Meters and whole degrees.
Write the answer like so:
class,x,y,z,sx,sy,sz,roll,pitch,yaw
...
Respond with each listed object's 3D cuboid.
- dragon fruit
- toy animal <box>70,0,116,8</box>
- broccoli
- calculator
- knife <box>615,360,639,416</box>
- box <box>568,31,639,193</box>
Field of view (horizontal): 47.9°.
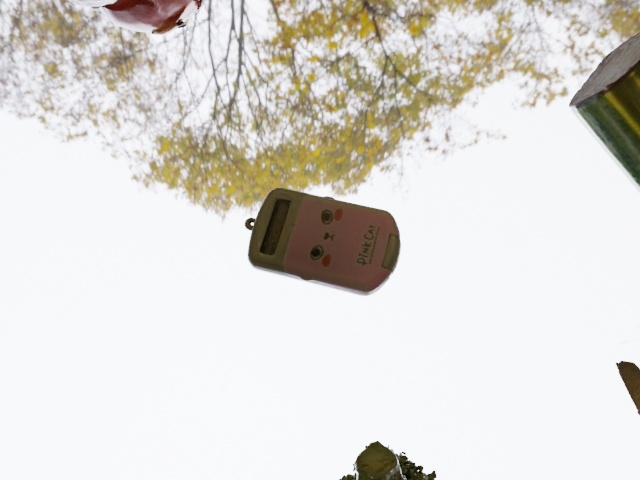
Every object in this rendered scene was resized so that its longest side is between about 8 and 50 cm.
class,x,y,z,sx,sy,sz,roll,pitch,yaw
dragon fruit,-0.303,-0.473,1.276,0.224,0.227,0.224,3,-71,10
toy animal,-0.160,-0.334,0.548,0.227,0.358,0.188,0,-132,-38
broccoli,0.072,0.338,0.954,0.220,0.194,0.194,-18,-105,-12
calculator,0.000,0.000,1.097,0.246,0.045,0.141,14,-110,11
knife,0.504,0.261,1.089,0.047,0.017,0.298,-44,-56,-5
box,0.409,-0.051,0.738,0.345,0.097,0.134,48,-122,-8
